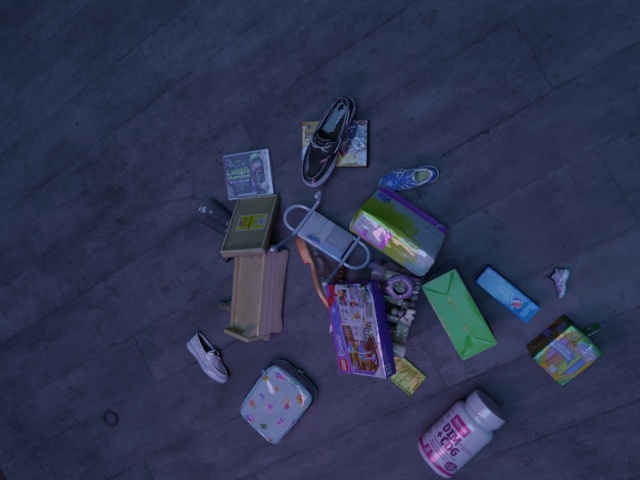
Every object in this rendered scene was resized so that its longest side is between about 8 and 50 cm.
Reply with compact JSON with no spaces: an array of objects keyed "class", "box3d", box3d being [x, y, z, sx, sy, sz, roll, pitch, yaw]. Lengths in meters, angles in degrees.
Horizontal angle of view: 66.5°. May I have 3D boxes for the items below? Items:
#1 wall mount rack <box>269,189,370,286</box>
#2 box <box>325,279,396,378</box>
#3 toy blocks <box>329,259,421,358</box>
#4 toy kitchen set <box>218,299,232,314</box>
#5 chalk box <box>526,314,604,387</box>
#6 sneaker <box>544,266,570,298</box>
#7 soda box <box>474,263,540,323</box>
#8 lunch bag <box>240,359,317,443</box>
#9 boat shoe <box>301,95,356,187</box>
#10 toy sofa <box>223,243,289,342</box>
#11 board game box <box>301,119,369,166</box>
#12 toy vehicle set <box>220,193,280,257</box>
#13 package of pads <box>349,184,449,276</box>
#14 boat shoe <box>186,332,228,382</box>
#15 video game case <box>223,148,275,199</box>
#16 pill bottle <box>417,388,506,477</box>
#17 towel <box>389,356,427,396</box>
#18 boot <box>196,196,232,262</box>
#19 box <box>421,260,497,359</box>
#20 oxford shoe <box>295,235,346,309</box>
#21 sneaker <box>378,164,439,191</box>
[{"class":"wall mount rack","box3d":[0.000,0.000,1.658,0.350,0.130,0.304,32,66,8]},{"class":"box","box3d":[0.123,0.273,1.531,0.200,0.057,0.294,-7,93,46]},{"class":"toy blocks","box3d":[0.179,0.212,1.622,0.259,0.309,0.289,14,98,10]},{"class":"toy kitchen set","box3d":[-0.342,0.252,1.926,0.083,0.075,0.068,1,138,48]},{"class":"chalk box","box3d":[0.789,0.332,1.549,0.132,0.132,0.213,45,103,8]},{"class":"sneaker","box3d":[0.765,0.135,1.591,0.069,0.038,0.098,12,88,16]},{"class":"soda box","box3d":[0.617,0.174,1.618,0.210,0.067,0.071,41,104,10]},{"class":"lunch bag","box3d":[-0.161,0.603,1.859,0.224,0.108,0.279,39,103,13]},{"class":"boat shoe","box3d":[0.012,-0.344,1.677,0.121,0.119,0.336,25,101,13]},{"class":"toy sofa","box3d":[-0.243,0.187,1.844,0.150,0.177,0.363,10,98,40]},{"class":"board game box","box3d":[0.053,-0.345,1.751,0.243,0.042,0.165,3,95,16]},{"class":"toy vehicle set","box3d":[-0.251,-0.057,1.776,0.165,0.035,0.267,-4,50,17]},{"class":"package of pads","box3d":[0.262,-0.037,1.605,0.296,0.229,0.101,34,129,7]},{"class":"boat shoe","box3d":[-0.441,0.464,1.940,0.226,0.083,0.076,42,105,10]},{"class":"video game case","box3d":[-0.274,-0.251,1.864,0.190,0.022,0.173,-6,93,17]},{"class":"pill bottle","box3d":[0.479,0.648,1.650,0.160,0.160,0.283,42,104,9]},{"class":"towel","box3d":[0.262,0.451,1.769,0.237,0.021,0.102,40,105,9]},{"class":"boot","box3d":[-0.397,-0.041,1.890,0.208,0.076,0.190,28,88,5]},{"class":"box","box3d":[0.444,0.219,1.587,0.126,0.231,0.262,-30,86,15]},{"class":"oxford shoe","box3d":[0.042,0.122,1.753,0.132,0.130,0.364,-27,87,10]},{"class":"sneaker","box3d":[0.298,-0.215,1.671,0.211,0.081,0.080,-15,92,20]}]
